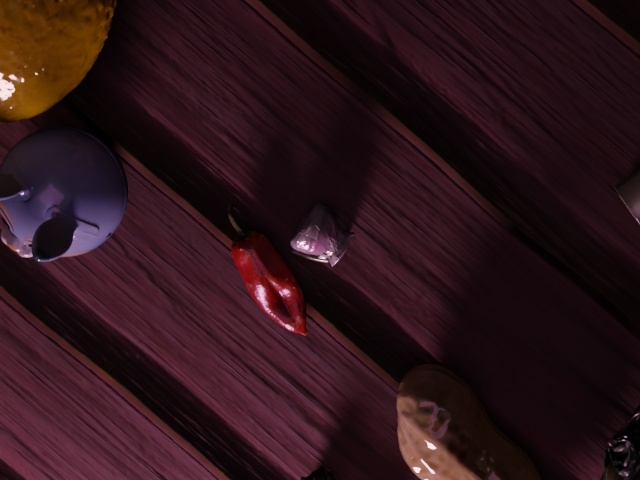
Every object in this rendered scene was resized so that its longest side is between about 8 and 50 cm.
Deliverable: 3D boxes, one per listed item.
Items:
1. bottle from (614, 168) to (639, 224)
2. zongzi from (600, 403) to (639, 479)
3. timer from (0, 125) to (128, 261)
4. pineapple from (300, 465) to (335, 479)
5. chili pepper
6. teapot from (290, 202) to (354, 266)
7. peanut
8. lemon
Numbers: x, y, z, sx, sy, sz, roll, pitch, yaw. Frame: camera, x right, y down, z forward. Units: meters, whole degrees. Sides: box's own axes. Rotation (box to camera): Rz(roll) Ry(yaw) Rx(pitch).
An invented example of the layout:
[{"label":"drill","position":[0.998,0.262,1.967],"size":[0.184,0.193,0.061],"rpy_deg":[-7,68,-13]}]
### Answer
[{"label":"bottle","position":[0.436,-0.091,1.440],"size":[0.201,0.072,0.072],"rpy_deg":[-37,94,15]},{"label":"zongzi","position":[0.525,0.248,1.429],"size":[0.362,0.319,0.383],"rpy_deg":[37,87,2]},{"label":"timer","position":[-0.331,-0.034,1.501],"size":[0.175,0.255,0.175],"rpy_deg":[12,125,18]},{"label":"pineapple","position":[0.021,0.366,1.614],"size":[0.074,0.074,0.159],"rpy_deg":[-23,93,14]},{"label":"chili pepper","position":[-0.068,0.041,1.565],"size":[0.059,0.050,0.191],"rpy_deg":[-32,103,-2]},{"label":"teapot","position":[0.000,0.000,1.546],"size":[0.064,0.064,0.083],"rpy_deg":[33,138,-6]},{"label":"peanut","position":[0.180,0.274,1.543],"size":[0.125,0.111,0.274],"rpy_deg":[-37,94,19]},{"label":"lemon","position":[-0.367,-0.276,1.443],"size":[0.268,0.268,0.322],"rpy_deg":[41,118,-1]}]
